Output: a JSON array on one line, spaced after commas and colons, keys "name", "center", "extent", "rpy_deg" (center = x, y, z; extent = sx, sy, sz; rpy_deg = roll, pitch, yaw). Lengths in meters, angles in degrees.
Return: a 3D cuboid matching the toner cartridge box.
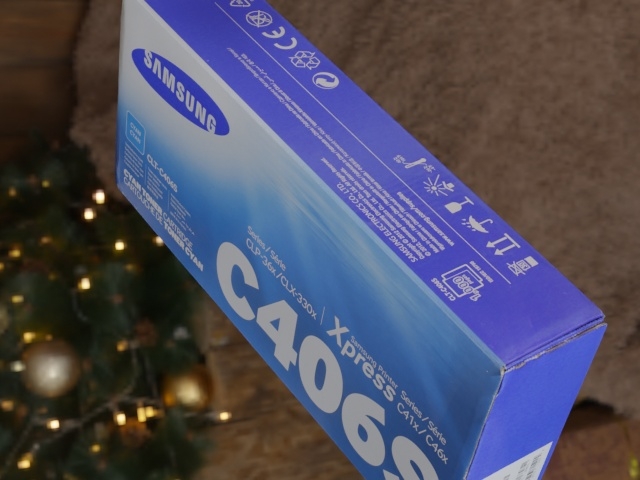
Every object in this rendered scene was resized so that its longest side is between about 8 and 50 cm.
[{"name": "toner cartridge box", "center": [0.000, 0.000, 0.755], "extent": [0.348, 0.075, 0.165], "rpy_deg": [46, 142, 32]}]
